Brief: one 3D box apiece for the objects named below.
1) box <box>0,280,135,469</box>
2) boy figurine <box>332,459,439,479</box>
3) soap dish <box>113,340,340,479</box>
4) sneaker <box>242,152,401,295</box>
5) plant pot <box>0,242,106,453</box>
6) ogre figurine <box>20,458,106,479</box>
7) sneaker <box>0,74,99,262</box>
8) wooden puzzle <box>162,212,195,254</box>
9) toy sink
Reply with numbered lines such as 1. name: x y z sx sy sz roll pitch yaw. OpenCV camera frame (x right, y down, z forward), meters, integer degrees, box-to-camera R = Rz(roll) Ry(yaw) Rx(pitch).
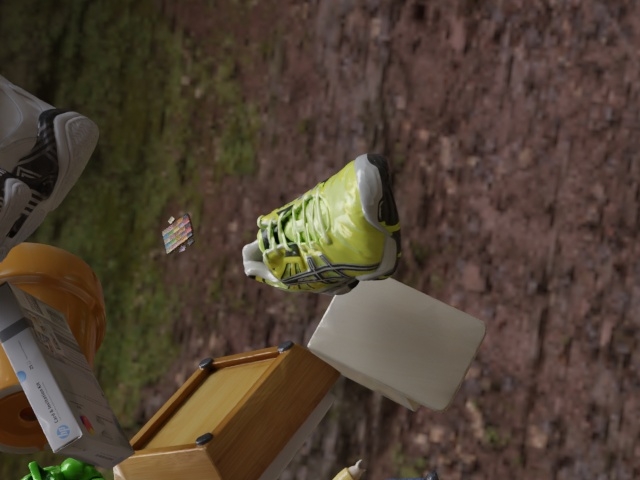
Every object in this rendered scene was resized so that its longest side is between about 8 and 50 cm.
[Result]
1. box: -0.272 0.143 1.302 0.186 0.038 0.145 57 -179 21
2. boy figurine: 0.061 0.446 2.032 0.092 0.285 0.177 80 179 -66
3. soap dish: -0.134 0.264 1.740 0.291 0.229 0.118 -47 -66 -46
4. sneaker: 0.000 0.000 1.636 0.384 0.147 0.145 127 136 -65
5. plant pot: -0.350 0.139 1.473 0.188 0.205 0.205 -109 13 -44
6. ogre figurine: -0.351 0.353 1.644 0.118 0.197 0.097 65 -172 22
7. sneaker: -0.390 -0.078 1.298 0.137 0.210 0.366 -56 2 30
8. wooden puzzle: -0.205 -0.009 1.807 0.006 0.049 0.083 41 -160 -40
9. toy sink: 0.125 0.161 1.898 0.153 0.234 0.131 -62 -20 -13
